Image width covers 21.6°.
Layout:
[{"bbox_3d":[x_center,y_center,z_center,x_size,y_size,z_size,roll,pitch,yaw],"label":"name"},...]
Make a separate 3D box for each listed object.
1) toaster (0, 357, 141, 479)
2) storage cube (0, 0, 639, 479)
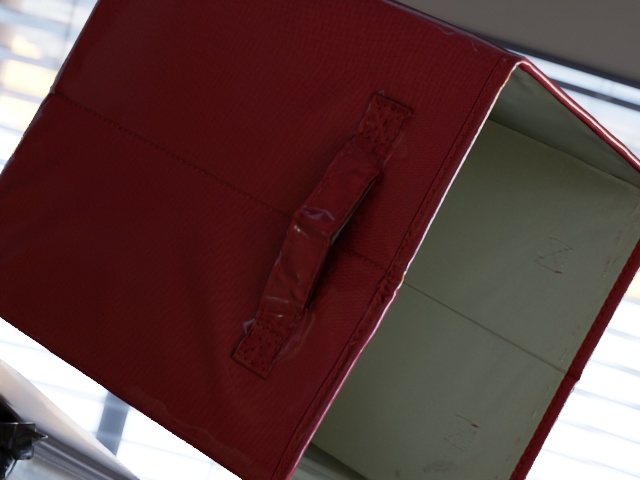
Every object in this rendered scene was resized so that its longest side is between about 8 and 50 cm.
[{"bbox_3d":[-0.180,0.130,0.737,0.186,0.168,0.110,30,177,44],"label":"toaster"},{"bbox_3d":[0.000,0.000,0.702,0.193,0.183,0.215,29,180,31],"label":"storage cube"}]
